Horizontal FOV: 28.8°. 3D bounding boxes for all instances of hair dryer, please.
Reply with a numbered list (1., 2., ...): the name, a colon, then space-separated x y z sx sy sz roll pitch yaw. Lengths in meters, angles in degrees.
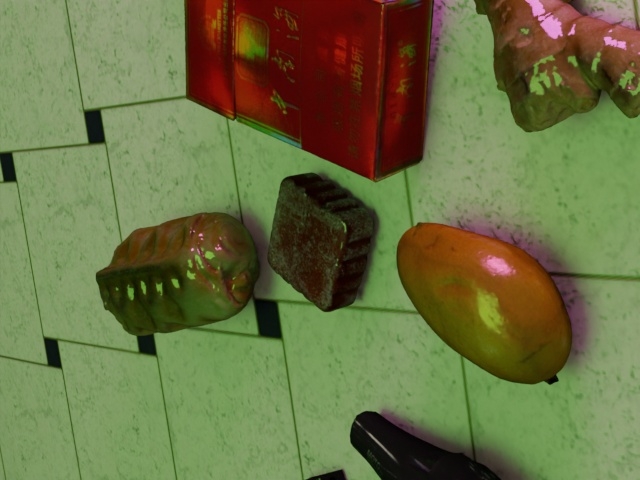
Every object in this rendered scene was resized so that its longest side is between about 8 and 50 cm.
1. hair dryer: 0.137 0.384 1.418 0.304 0.120 0.359 26 130 55

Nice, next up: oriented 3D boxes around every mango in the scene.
1. mango: 0.160 0.053 1.260 0.227 0.109 0.147 42 155 36

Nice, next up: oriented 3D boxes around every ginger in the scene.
1. ginger: 0.195 -0.202 1.157 0.333 0.081 0.148 52 132 27

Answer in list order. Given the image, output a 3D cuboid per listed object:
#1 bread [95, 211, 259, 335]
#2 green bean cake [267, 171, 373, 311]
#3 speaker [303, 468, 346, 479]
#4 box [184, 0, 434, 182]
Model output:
1. bread: -0.184 0.044 1.671 0.268 0.130 0.152 -13 86 51
2. green bean cake: 0.000 0.000 1.484 0.136 0.056 0.135 38 130 39
3. speaker: 0.027 0.405 1.584 0.082 0.044 0.218 -26 80 51
4. box: -0.023 -0.212 1.384 0.313 0.089 0.197 27 128 38
